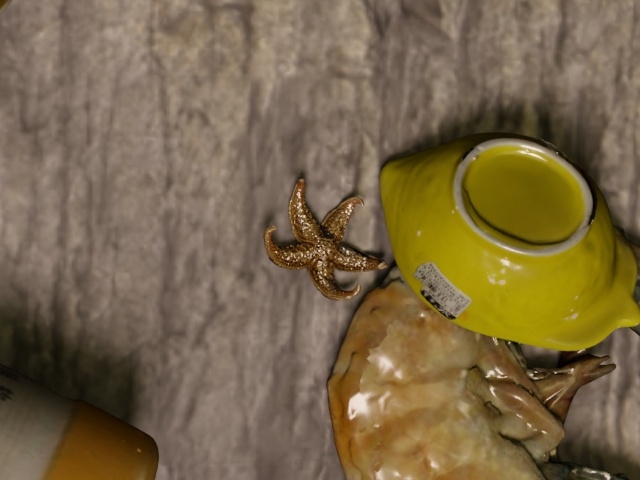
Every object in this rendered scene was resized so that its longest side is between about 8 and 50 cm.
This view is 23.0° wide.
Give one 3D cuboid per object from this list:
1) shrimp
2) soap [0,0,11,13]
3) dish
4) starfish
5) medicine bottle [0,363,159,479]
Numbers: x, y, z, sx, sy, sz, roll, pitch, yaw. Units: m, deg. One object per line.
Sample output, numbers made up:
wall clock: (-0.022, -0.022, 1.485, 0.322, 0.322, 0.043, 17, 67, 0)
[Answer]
shrimp: (0.222, 0.149, 1.114, 0.445, 0.085, 0.272, 29, 80, -5)
soap: (-0.268, -0.321, 0.984, 0.335, 0.156, 0.293, 41, 80, -8)
dish: (0.134, -0.012, 1.063, 0.208, 0.080, 0.149, 28, 65, 8)
starfish: (0.000, 0.000, 1.094, 0.078, 0.028, 0.091, -24, 91, -15)
medicine bottle: (-0.248, 0.175, 0.941, 0.232, 0.238, 0.238, 29, 85, -8)
